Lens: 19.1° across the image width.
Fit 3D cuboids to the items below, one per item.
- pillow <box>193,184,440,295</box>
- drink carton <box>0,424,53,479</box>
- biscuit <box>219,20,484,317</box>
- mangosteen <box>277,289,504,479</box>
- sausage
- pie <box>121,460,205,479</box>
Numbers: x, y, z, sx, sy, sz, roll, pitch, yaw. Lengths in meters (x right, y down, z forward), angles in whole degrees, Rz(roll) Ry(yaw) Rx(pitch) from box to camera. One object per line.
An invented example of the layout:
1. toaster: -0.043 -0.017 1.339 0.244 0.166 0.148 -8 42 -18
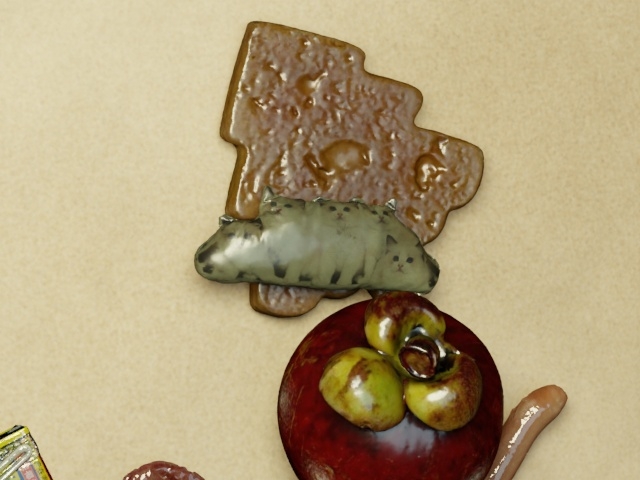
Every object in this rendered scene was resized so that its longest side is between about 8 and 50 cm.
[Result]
1. pillow: 0.001 -0.001 1.774 0.241 0.051 0.093 4 94 -17
2. drink carton: -0.321 0.231 1.684 0.165 0.056 0.071 -28 100 -20
3. biscuit: 0.013 -0.080 1.828 0.278 0.043 0.301 -29 99 -16
4. mangosteen: 0.065 0.145 1.727 0.215 0.257 0.215 0 67 -1
5. sausage: 0.182 0.219 1.879 0.043 0.043 0.186 37 76 -15
6. pie: -0.149 0.282 1.757 0.153 0.038 0.154 2 85 -23
